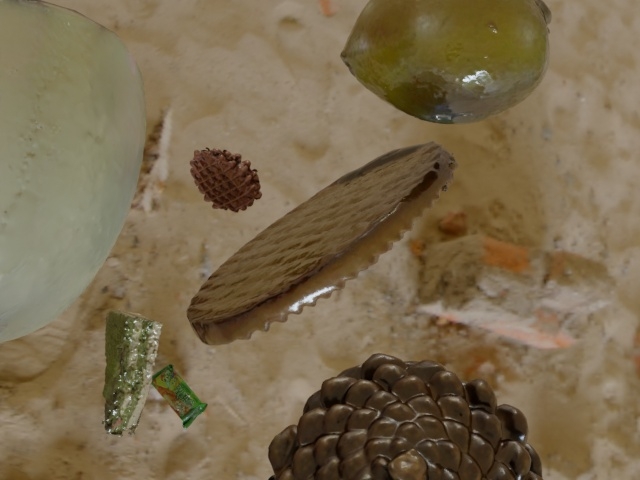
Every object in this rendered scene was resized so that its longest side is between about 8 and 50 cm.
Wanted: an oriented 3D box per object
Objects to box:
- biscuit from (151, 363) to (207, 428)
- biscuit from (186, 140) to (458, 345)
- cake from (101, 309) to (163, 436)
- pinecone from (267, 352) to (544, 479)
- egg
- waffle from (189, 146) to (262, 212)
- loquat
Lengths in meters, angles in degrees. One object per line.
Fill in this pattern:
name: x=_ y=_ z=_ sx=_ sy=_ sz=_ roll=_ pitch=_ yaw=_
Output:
biscuit: x=-0.200 y=0.215 z=1.398 sx=0.046 sy=0.016 sz=0.089 roll=-42 pitch=79 yaw=-1
biscuit: x=0.000 y=0.000 z=1.013 sx=0.318 sy=0.318 sz=0.040 roll=-43 pitch=104 yaw=-33
cake: x=-0.207 y=0.144 z=1.092 sx=0.051 sy=0.055 sz=0.140 roll=8 pitch=79 yaw=-43
pinecone: x=0.035 y=0.087 z=0.361 sx=0.109 sy=0.102 sz=0.102 roll=-19 pitch=95 yaw=-68
egg: x=-0.280 y=-0.015 z=0.777 sx=0.337 sy=0.337 sz=0.201 roll=1 pitch=58 yaw=-36
waffle: x=-0.100 y=-0.064 z=1.047 sx=0.083 sy=0.075 sz=0.029 roll=83 pitch=26 yaw=-45
loquat: x=0.114 y=-0.177 z=0.912 sx=0.152 sy=0.195 sz=0.152 roll=-12 pitch=90 yaw=-80
